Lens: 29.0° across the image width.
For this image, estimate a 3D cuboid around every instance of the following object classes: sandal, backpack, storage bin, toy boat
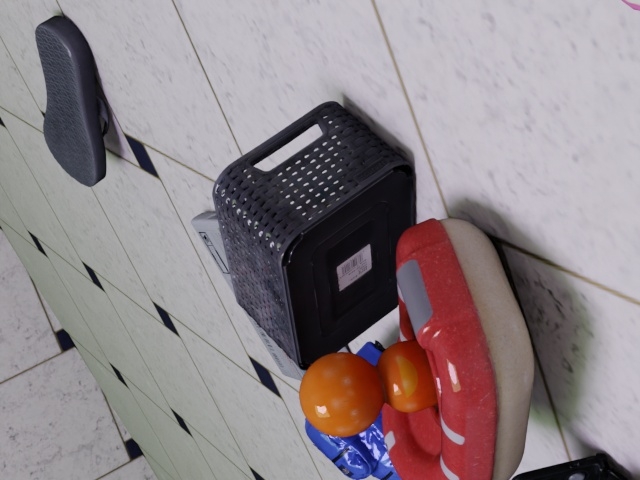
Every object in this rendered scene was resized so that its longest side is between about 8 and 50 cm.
[{"bbox_3d":[-0.278,-0.157,1.451,0.097,0.054,0.254,39,147,21],"label":"sandal"},{"bbox_3d":[0.053,0.166,1.091,0.120,0.101,0.098,43,167,6],"label":"backpack"},{"bbox_3d":[0.000,0.000,0.934,0.084,0.122,0.180,44,158,28],"label":"storage bin"},{"bbox_3d":[0.059,0.099,0.871,0.231,0.151,0.151,83,173,-53],"label":"toy boat"}]

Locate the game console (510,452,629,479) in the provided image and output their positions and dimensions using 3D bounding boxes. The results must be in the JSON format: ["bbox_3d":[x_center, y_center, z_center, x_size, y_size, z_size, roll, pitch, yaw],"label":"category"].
[{"bbox_3d":[0.201,0.220,0.915,0.122,0.107,0.071,78,178,-48],"label":"game console"}]

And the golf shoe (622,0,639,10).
[{"bbox_3d":[0.122,-0.161,0.405,0.306,0.115,0.140,43,154,28],"label":"golf shoe"}]

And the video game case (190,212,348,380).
[{"bbox_3d":[-0.046,0.064,1.300,0.212,0.023,0.193,60,160,-14],"label":"video game case"}]
